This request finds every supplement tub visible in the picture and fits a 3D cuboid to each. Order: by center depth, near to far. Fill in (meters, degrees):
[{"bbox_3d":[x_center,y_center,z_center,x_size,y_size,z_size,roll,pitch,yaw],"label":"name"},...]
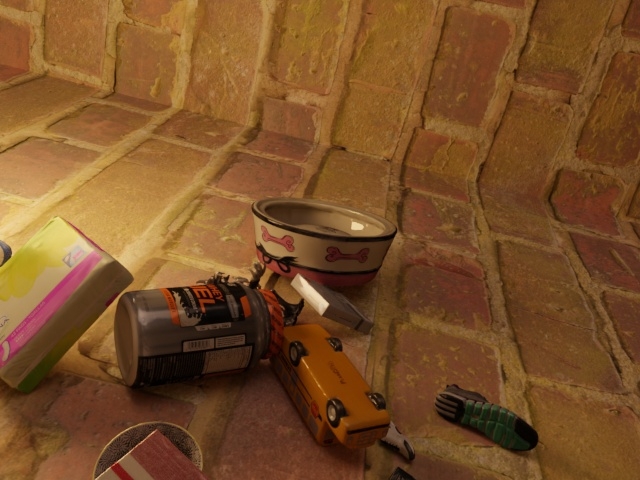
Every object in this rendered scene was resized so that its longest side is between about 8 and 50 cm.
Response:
[{"bbox_3d":[-0.249,0.188,1.349,0.316,0.193,0.193,-3,31,-31],"label":"supplement tub"}]

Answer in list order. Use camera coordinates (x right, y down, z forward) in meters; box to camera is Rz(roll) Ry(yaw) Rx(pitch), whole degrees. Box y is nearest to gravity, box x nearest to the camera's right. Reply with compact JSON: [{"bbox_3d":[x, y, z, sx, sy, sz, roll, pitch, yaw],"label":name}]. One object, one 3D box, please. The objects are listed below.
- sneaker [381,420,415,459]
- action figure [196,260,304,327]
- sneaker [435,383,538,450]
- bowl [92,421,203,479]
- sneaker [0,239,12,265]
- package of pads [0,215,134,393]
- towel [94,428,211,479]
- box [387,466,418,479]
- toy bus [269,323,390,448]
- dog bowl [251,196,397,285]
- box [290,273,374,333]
[{"bbox_3d":[0.146,0.401,1.299,0.044,0.040,0.109,-22,37,-25],"label":"sneaker"},{"bbox_3d":[-0.177,0.125,1.571,0.275,0.141,0.164,20,28,5],"label":"action figure"},{"bbox_3d":[0.365,0.369,1.412,0.223,0.083,0.098,23,23,19],"label":"sneaker"},{"bbox_3d":[-0.271,0.386,1.052,0.170,0.080,0.170,1,43,-1],"label":"bowl"},{"bbox_3d":[-0.860,0.036,1.468,0.330,0.130,0.147,4,1,-1],"label":"sneaker"},{"bbox_3d":[-0.549,0.114,1.287,0.229,0.101,0.296,31,72,34],"label":"package of pads"},{"bbox_3d":[-0.280,0.444,0.903,0.237,0.037,0.329,33,51,29],"label":"towel"},{"bbox_3d":[0.154,0.496,1.059,0.175,0.051,0.220,31,30,12],"label":"box"},{"bbox_3d":[0.009,0.296,1.326,0.108,0.130,0.333,-1,30,-29],"label":"toy bus"},{"bbox_3d":[0.000,0.000,1.819,0.408,0.150,0.408,9,15,-2],"label":"dog bowl"},{"bbox_3d":[0.031,0.158,1.623,0.186,0.038,0.145,30,9,-46],"label":"box"}]
